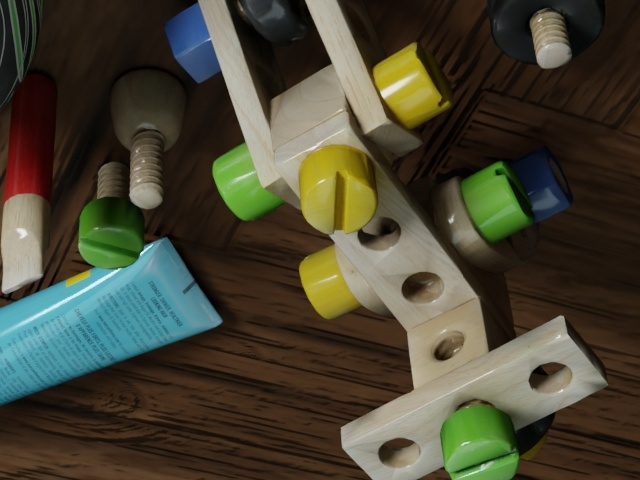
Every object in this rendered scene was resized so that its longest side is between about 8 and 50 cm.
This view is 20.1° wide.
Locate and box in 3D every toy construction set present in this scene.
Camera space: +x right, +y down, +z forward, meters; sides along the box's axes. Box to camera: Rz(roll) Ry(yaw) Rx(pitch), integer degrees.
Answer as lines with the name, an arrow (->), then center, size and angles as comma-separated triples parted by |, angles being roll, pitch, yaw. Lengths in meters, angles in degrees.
toy construction set -> 0.000, 0.000, 0.867 | 0.309, 0.237, 0.257 | -6, 137, 4

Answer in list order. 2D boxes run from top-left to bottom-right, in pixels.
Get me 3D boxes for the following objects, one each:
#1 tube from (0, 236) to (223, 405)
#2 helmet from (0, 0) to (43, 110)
tube -> -0.167, 0.061, 1.063 | 0.207, 0.052, 0.080 | -21, 139, 10
helmet -> -0.202, -0.117, 0.785 | 0.162, 0.169, 0.169 | 15, 136, 4
